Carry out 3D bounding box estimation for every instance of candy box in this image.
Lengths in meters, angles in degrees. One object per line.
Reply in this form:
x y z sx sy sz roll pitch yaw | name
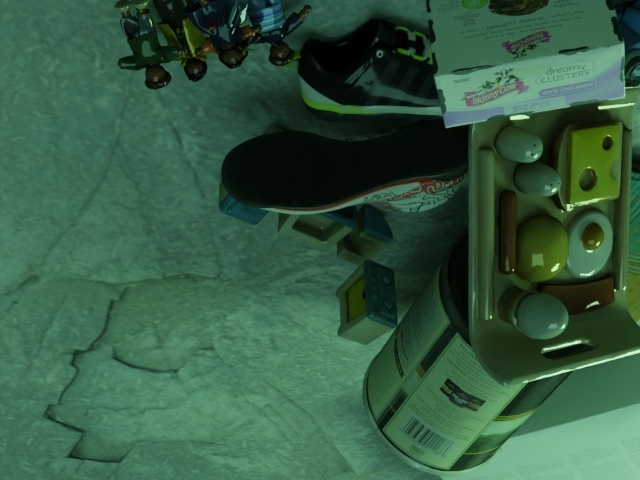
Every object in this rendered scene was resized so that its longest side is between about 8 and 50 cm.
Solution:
0.182 -0.206 1.123 0.164 0.196 0.070 -8 140 9 | candy box

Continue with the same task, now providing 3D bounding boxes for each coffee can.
0.189 0.136 1.486 0.201 0.202 0.275 11 142 -15 | coffee can

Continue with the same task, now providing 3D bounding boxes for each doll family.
-0.106 -0.206 1.211 0.193 0.076 0.111 -8 121 16 | doll family

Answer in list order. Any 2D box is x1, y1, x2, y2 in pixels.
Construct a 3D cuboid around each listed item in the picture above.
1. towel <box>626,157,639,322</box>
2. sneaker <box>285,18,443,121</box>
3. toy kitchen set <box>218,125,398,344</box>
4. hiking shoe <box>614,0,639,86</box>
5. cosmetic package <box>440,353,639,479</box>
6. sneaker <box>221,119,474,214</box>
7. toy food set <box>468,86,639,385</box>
0.327 0.026 1.537 0.271 0.040 0.370 15 140 -17 | towel
0.082 -0.179 1.244 0.234 0.084 0.097 -8 138 8 | sneaker
0.000 0.000 1.394 0.207 0.166 0.122 22 136 -25 | toy kitchen set
0.355 -0.232 1.194 0.304 0.113 0.132 -7 110 17 | hiking shoe
0.378 0.308 1.833 0.377 0.097 0.284 -19 139 20 | cosmetic package
0.032 -0.067 1.331 0.270 0.090 0.145 -9 167 -1 | sneaker
0.270 -0.014 1.290 0.219 0.092 0.306 -10 108 -28 | toy food set
